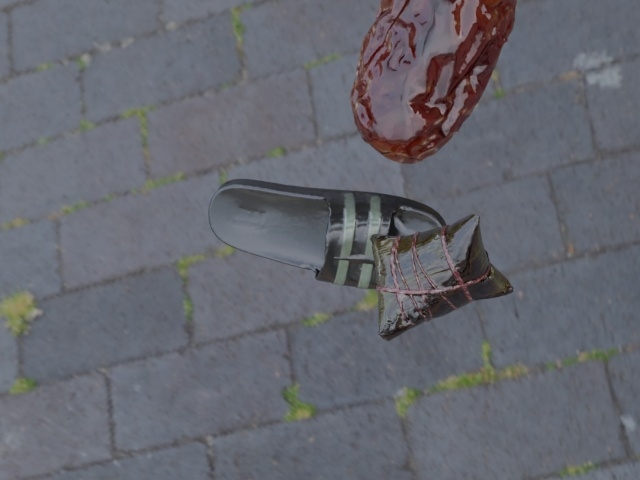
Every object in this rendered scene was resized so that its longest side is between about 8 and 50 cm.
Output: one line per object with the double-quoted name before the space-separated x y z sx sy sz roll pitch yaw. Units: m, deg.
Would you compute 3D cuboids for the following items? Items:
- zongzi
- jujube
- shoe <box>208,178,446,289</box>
"zongzi" 0.077 0.021 0.696 0.083 0.073 0.067 -28 48 31
"jujube" 0.062 -0.106 0.689 0.077 0.077 0.129 23 95 24
"shoe" 0.000 0.000 0.879 0.179 0.049 0.071 11 116 11
